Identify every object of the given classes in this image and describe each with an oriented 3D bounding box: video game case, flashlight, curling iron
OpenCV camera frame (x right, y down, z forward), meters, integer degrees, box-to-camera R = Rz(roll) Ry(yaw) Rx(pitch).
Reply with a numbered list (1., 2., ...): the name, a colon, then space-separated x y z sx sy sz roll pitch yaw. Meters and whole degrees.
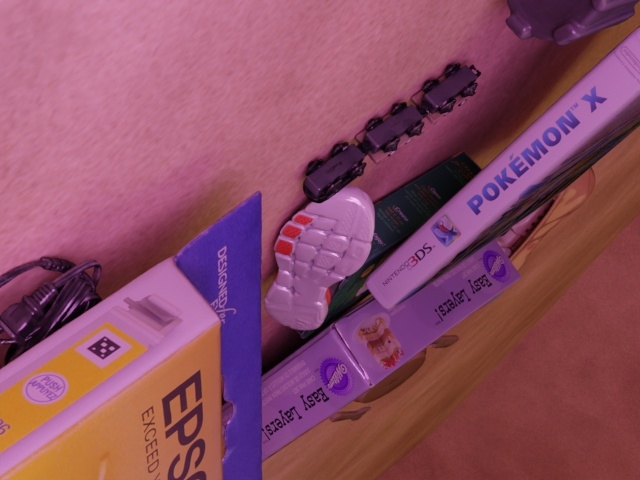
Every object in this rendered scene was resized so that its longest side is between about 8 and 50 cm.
1. video game case: 0.212 -0.089 1.005 0.300 0.036 0.329 -45 171 38
2. flashlight: 0.232 -0.200 0.851 0.304 0.103 0.103 -29 -156 -38
3. curling iron: -0.171 0.129 0.645 0.068 0.035 0.274 -2 118 -57

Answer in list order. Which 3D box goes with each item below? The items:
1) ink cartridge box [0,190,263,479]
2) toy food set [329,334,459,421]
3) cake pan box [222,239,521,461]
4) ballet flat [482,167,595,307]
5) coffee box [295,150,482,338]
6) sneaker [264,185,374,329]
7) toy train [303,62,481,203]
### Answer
1. ink cartridge box: -0.115 0.171 0.666 0.307 0.072 0.303 -34 141 -35
2. toy food set: 0.091 0.177 1.763 0.192 0.038 0.132 -41 161 15
3. cake pan box: 0.032 0.105 1.187 0.246 0.070 0.267 -37 175 41
4. ballet flat: 0.211 -0.013 1.465 0.073 0.080 0.232 25 112 -46
5. coffee box: 0.053 0.002 1.066 0.184 0.040 0.113 -32 164 -39
6. sneaker: 0.000 0.000 0.915 0.158 0.061 0.065 -58 -173 51
7. toy train: 0.049 -0.072 0.853 0.158 0.027 0.036 -36 169 -25
